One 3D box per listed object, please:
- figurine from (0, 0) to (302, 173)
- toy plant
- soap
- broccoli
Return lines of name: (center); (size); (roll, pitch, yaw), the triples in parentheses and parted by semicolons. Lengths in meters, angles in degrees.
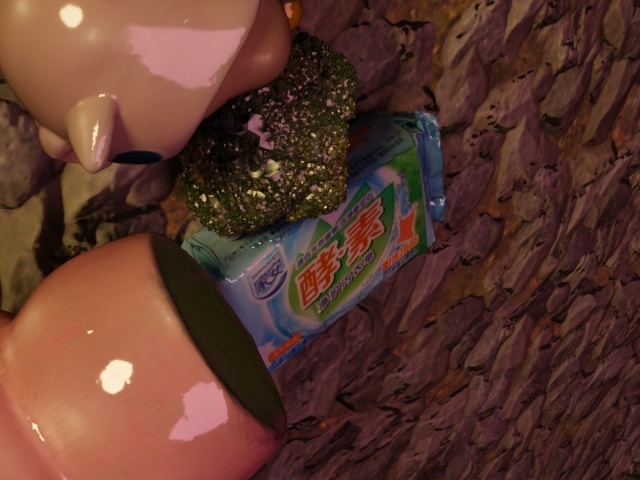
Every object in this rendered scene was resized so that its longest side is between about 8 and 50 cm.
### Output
figurine: (-0.078, -0.171, 0.524); (0.186, 0.176, 0.287); (18, 89, -26)
toy plant: (-0.197, 0.167, 0.616); (0.356, 0.210, 0.317); (-38, 143, -2)
soap: (0.000, 0.000, 0.800); (0.293, 0.077, 0.156); (-38, 139, -22)
broccoli: (-0.046, -0.077, 0.660); (0.138, 0.146, 0.162); (-20, 122, -79)
